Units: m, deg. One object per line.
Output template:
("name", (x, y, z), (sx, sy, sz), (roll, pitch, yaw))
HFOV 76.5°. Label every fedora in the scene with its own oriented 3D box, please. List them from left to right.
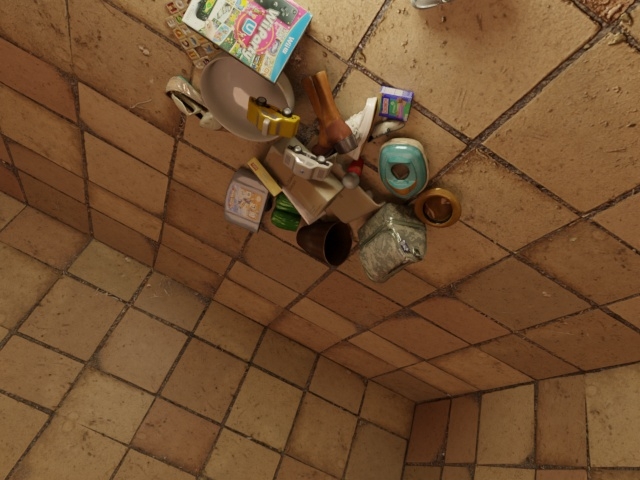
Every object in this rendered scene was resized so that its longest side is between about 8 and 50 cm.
("fedora", (0.468, -0.140, 1.609), (0.194, 0.079, 0.194), (15, 137, 14))

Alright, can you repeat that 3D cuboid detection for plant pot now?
("plant pot", (0.000, 0.000, 1.977), (0.230, 0.215, 0.215), (11, 146, 40))

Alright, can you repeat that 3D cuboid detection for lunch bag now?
("lunch bag", (0.304, 0.022, 1.722), (0.212, 0.256, 0.305), (10, 150, -24))

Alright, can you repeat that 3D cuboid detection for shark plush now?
("shark plush", (0.224, -0.381, 1.449), (0.067, 0.073, 0.161), (6, 151, -33))

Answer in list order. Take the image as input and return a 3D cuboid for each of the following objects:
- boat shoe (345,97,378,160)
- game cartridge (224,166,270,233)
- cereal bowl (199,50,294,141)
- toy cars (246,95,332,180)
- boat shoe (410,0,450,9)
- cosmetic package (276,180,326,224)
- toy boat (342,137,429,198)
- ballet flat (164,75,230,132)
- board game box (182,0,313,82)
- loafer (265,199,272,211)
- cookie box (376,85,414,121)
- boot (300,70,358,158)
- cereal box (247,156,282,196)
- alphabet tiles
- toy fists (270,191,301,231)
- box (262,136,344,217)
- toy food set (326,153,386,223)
("boat shoe", (0.128, -0.396, 1.439), (0.096, 0.098, 0.277), (22, 147, 1))
("game cartridge", (-0.353, -0.190, 1.934), (0.198, 0.062, 0.297), (20, 122, -2))
("cereal bowl", (-0.240, -0.524, 1.436), (0.339, 0.141, 0.339), (16, 145, 11))
("toy cars", (-0.115, -0.333, 1.423), (0.176, 0.087, 0.394), (-8, 136, 39))
("boat shoe", (0.326, -0.640, 1.013), (0.227, 0.081, 0.079), (-9, 134, 37))
("cosmetic package", (-0.084, -0.192, 1.789), (0.099, 0.060, 0.239), (-35, 108, 8))
("toy boat", (0.244, -0.251, 1.525), (0.318, 0.148, 0.267), (3, 141, 25))
("ballet flat", (-0.478, -0.512, 1.617), (0.316, 0.106, 0.107), (35, 144, -17))
("board game box", (-0.208, -0.641, 1.190), (0.303, 0.224, 0.097), (30, -171, -13))
("loafer", (-0.346, -0.190, 2.010), (0.223, 0.076, 0.078), (3, 136, 18))
("cookie box", (0.246, -0.452, 1.347), (0.107, 0.040, 0.092), (16, 146, 11))
("boot", (-0.008, -0.431, 1.433), (0.280, 0.096, 0.264), (61, 164, -18))
("cereal box", (-0.236, -0.264, 1.718), (0.173, 0.047, 0.240), (51, 178, -9))
("alphabet tiles", (-0.420, -0.715, 1.397), (0.198, 0.009, 0.237), (-1, 139, 31))
("toy fists", (-0.154, -0.149, 1.937), (0.142, 0.096, 0.279), (14, 145, -10))
("box", (-0.070, -0.260, 1.632), (0.311, 0.121, 0.148), (44, 145, 3))
("toy food set", (0.102, -0.217, 1.722), (0.306, 0.092, 0.219), (43, 143, -16))
